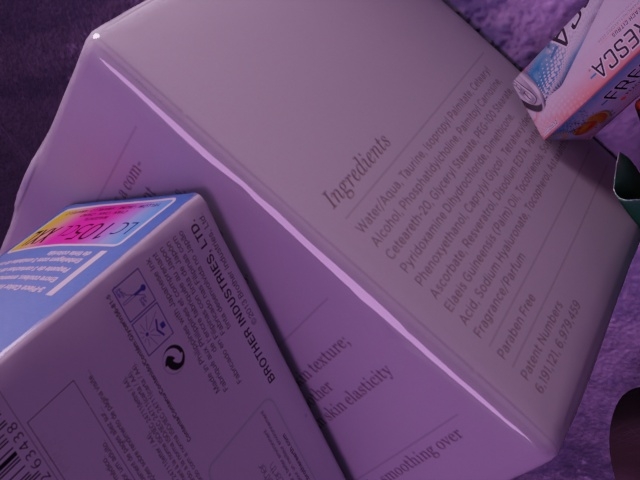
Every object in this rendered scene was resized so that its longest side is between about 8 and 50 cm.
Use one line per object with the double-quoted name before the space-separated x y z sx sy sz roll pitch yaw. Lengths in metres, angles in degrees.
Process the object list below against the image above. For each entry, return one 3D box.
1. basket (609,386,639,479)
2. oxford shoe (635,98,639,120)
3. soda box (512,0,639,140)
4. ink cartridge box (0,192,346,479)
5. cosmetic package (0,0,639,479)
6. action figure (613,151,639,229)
"basket" 0.381 0.179 0.742 0.204 0.154 0.226 30 149 -31
"oxford shoe" 0.362 -0.037 0.650 0.271 0.097 0.098 42 103 10
"soda box" 0.228 -0.151 0.640 0.183 0.058 0.063 -49 55 46
"ink cartridge box" -0.175 0.185 0.484 0.151 0.395 0.270 -6 118 38
"cosmetic package" 0.000 0.000 0.740 0.393 0.327 0.329 42 136 -2
"action figure" 0.301 0.034 0.695 0.063 0.137 0.232 -21 145 20
